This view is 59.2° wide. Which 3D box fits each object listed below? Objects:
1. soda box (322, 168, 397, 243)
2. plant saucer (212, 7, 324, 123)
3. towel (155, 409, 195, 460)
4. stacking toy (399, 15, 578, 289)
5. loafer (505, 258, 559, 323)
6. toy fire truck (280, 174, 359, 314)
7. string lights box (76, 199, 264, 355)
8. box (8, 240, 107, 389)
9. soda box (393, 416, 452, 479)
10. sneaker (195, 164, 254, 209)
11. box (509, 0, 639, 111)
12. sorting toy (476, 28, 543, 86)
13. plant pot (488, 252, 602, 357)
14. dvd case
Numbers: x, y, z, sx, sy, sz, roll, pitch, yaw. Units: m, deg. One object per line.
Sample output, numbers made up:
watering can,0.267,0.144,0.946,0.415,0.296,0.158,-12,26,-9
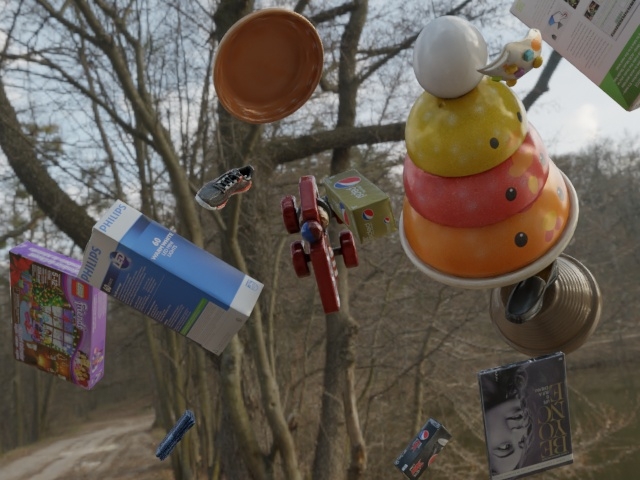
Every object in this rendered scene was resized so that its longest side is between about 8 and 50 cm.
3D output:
soda box,0.059,-0.059,0.893,0.061,0.058,0.181,-20,24,-6
plant saucer,-0.090,-0.293,0.948,0.199,0.037,0.200,-20,-42,-19
towel,-0.344,0.463,1.341,0.029,0.119,0.067,39,-9,-11
stacking toy,0.256,-0.168,0.999,0.350,0.351,0.480,-12,-41,19
loafer,0.401,0.086,1.072,0.062,0.170,0.061,20,-37,33
toy fire truck,0.000,0.000,1.394,0.169,0.302,0.254,-11,19,3
string lights box,-0.236,0.064,0.885,0.259,0.077,0.133,32,-48,-9
box,-0.566,0.166,1.216,0.200,0.294,0.057,18,28,9
soda box,0.281,0.574,1.543,0.169,0.060,0.053,-46,23,-13
sneaker,-0.193,-0.118,1.152,0.158,0.061,0.065,-44,-7,-49
box,0.488,-0.412,0.963,0.058,0.322,0.232,-20,-30,-23
sorting toy,0.239,-0.232,0.727,0.075,0.045,0.083,-9,-19,-42
plant pot,0.461,0.124,1.201,0.237,0.238,0.109,-16,-30,35
dvd case,0.372,0.322,1.015,0.164,0.222,0.018,-11,12,-9
